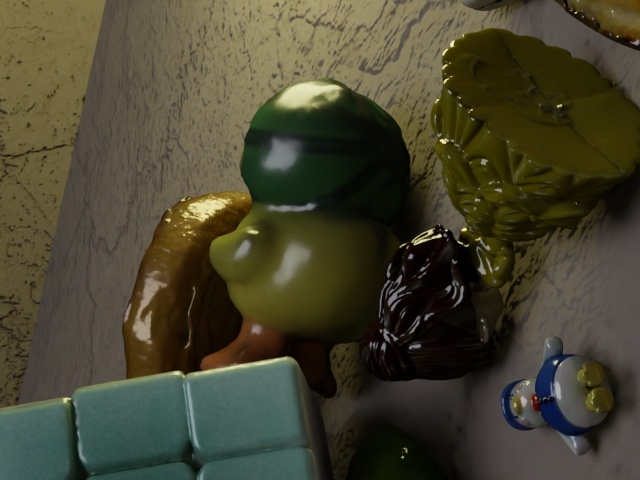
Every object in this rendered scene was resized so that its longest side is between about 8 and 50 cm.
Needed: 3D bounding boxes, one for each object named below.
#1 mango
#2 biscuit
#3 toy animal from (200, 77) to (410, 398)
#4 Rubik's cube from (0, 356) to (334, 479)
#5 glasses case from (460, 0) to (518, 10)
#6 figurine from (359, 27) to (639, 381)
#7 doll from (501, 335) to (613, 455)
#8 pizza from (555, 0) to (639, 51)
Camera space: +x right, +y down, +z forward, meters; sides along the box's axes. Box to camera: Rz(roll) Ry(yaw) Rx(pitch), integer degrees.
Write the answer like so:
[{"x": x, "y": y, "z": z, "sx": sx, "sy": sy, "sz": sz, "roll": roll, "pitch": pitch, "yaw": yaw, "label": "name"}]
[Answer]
[{"x": 0.077, "y": 0.281, "z": 1.139, "sx": 0.251, "sy": 0.114, "sz": 0.156, "roll": -121, "pitch": 35, "yaw": -52, "label": "mango"}, {"x": -0.108, "y": 0.089, "z": 1.425, "sx": 0.102, "sy": 0.296, "sz": 0.297, "roll": 13, "pitch": 95, "yaw": 29, "label": "biscuit"}, {"x": 0.002, "y": -0.001, "z": 1.307, "sx": 0.191, "sy": 0.216, "sz": 0.338, "roll": 10, "pitch": 87, "yaw": 37, "label": "toy animal"}, {"x": -0.135, "y": 0.315, "z": 1.181, "sx": 0.319, "sy": 0.315, "sz": 0.322, "roll": 74, "pitch": -175, "yaw": -72, "label": "Rubik's cube"}, {"x": 0.193, "y": -0.270, "z": 1.140, "sx": 0.204, "sy": 0.051, "sz": 0.081, "roll": -9, "pitch": 71, "yaw": 61, "label": "glasses case"}, {"x": 0.143, "y": -0.001, "z": 1.088, "sx": 0.187, "sy": 0.168, "sz": 0.315, "roll": 35, "pitch": 133, "yaw": 19, "label": "figurine"}, {"x": 0.193, "y": 0.130, "z": 1.019, "sx": 0.143, "sy": 0.057, "sz": 0.099, "roll": 149, "pitch": 110, "yaw": -65, "label": "doll"}, {"x": 0.248, "y": -0.280, "z": 0.963, "sx": 0.323, "sy": 0.089, "sz": 0.223, "roll": 54, "pitch": 130, "yaw": 41, "label": "pizza"}]
